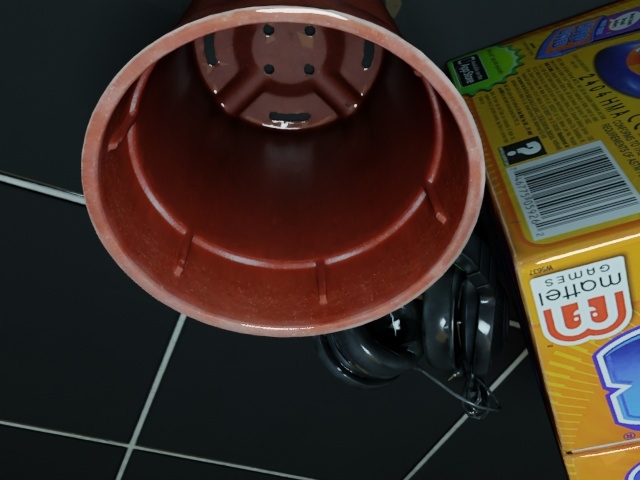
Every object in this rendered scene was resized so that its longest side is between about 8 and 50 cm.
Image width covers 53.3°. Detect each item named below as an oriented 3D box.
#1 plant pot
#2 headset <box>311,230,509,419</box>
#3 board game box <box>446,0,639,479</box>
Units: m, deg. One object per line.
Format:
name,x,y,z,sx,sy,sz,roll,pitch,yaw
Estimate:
plant pot,-0.026,-0.109,0.535,0.272,0.265,0.273,-1,130,-1
headset,0.120,0.083,0.777,0.243,0.185,0.394,-16,127,32
board game box,0.344,0.004,0.554,0.356,0.357,0.357,-16,122,14
